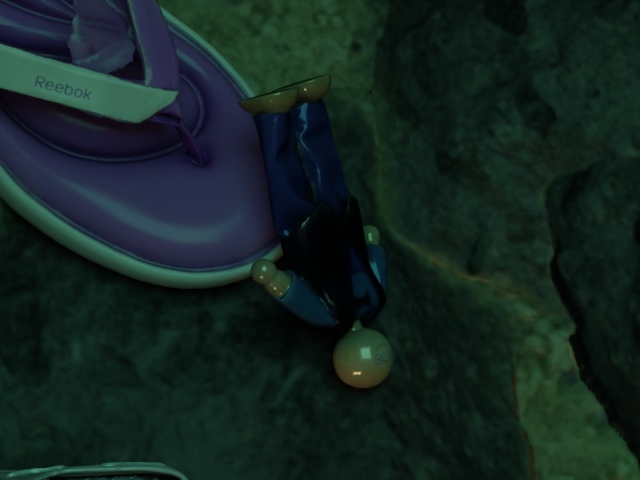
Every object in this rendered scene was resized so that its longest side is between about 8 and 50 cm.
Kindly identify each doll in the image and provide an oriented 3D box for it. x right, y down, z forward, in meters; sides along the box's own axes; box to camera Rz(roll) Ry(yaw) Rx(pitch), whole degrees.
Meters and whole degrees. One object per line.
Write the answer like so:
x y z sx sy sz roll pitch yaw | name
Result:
0.000 0.000 1.197 0.129 0.046 0.189 -26 101 -54 | doll

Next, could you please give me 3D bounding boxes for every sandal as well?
-0.174 -0.138 1.223 0.169 0.102 0.416 -39 80 -21 | sandal

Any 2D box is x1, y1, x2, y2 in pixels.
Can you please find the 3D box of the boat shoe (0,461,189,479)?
-0.160 0.156 1.118 0.184 0.063 0.066 1 66 -11 | boat shoe
